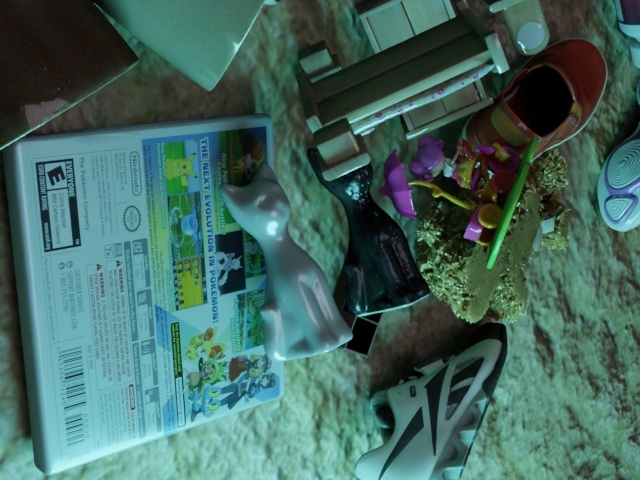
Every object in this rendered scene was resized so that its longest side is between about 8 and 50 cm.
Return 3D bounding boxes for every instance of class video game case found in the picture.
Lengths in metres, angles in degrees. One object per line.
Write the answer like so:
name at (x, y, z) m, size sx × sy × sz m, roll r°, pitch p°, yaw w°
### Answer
video game case at (-0.167, 0.043, 0.988) m, size 0.299 × 0.036 × 0.329 m, roll -12°, pitch 105°, yaw -40°

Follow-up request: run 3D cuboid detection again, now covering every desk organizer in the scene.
desk organizer at (0.049, 0.073, 1.167) m, size 0.047 × 0.050 × 0.130 m, roll 25°, pitch 82°, yaw -40°

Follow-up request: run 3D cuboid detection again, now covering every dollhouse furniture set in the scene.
dollhouse furniture set at (0.149, -0.154, 1.003) m, size 0.303 × 0.356 × 0.174 m, roll -24°, pitch 118°, yaw 8°

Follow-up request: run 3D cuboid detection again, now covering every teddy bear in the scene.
teddy bear at (0.235, -0.018, 1.284) m, size 0.338 × 0.113 × 0.245 m, roll -49°, pitch 131°, yaw -31°

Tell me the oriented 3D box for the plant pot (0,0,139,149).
plant pot at (-0.296, -0.189, 0.752) m, size 0.215 × 0.215 × 0.230 m, roll -39°, pitch 109°, yaw -28°

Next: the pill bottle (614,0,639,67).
pill bottle at (0.494, -0.375, 1.406) m, size 0.121 × 0.121 × 0.221 m, roll -36°, pitch 118°, yaw -29°

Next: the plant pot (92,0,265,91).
plant pot at (-0.155, -0.307, 0.809) m, size 0.274 × 0.256 × 0.257 m, roll 28°, pitch 79°, yaw -13°

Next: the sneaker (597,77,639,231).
sneaker at (0.541, -0.139, 1.491) m, size 0.152 × 0.114 × 0.305 m, roll 35°, pitch 76°, yaw -37°

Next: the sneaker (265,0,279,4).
sneaker at (0.039, -0.368, 1.002) m, size 0.104 × 0.146 × 0.296 m, roll 63°, pitch 50°, yaw -72°

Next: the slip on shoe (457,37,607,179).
slip on shoe at (0.303, -0.190, 1.256) m, size 0.123 × 0.101 × 0.331 m, roll 48°, pitch 49°, yaw 5°

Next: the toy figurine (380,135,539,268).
toy figurine at (0.154, -0.073, 1.111) m, size 0.130 × 0.159 × 0.173 m, roll 90°, pitch 23°, yaw -66°

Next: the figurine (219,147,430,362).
figurine at (0.000, 0.000, 1.048) m, size 0.214 × 0.092 × 0.210 m, roll -25°, pitch 97°, yaw -39°

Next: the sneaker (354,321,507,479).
sneaker at (0.147, 0.202, 1.233) m, size 0.330 × 0.146 × 0.123 m, roll -52°, pitch 158°, yaw -48°
